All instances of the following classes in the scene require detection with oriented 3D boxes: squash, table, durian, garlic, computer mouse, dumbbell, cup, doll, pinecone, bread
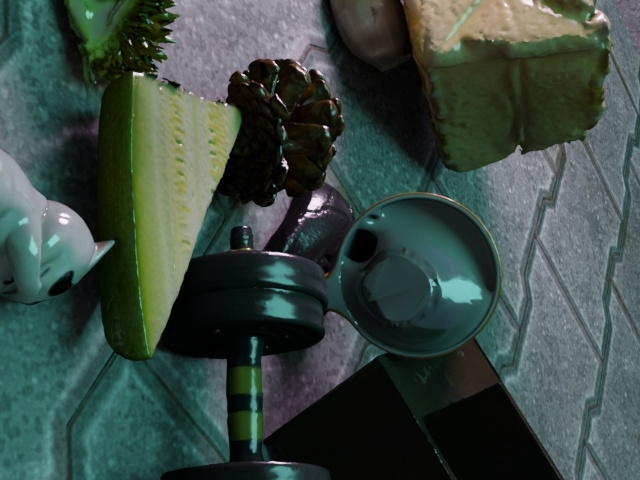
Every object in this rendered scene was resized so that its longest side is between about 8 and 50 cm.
[{"bbox_3d":[-0.166,-0.013,1.091,0.203,0.111,0.288,13,68,-59],"label":"squash"},{"bbox_3d":[0.132,0.284,1.266,0.282,0.196,0.251,58,28,13],"label":"table"},{"bbox_3d":[-0.249,-0.332,1.142,0.169,0.158,0.351,-23,98,-23],"label":"durian"},{"bbox_3d":[0.063,-0.393,1.638,0.129,0.148,0.266,-16,96,-22],"label":"garlic"},{"bbox_3d":[0.000,0.000,1.380,0.122,0.073,0.217,56,38,-27],"label":"computer mouse"},{"bbox_3d":[-0.077,0.169,1.082,0.185,0.185,0.388,25,57,-51],"label":"dumbbell"},{"bbox_3d":[0.098,0.036,1.257,0.264,0.226,0.182,-26,104,-81],"label":"cup"},{"bbox_3d":[-0.277,-0.011,0.924,0.180,0.110,0.107,48,30,-35],"label":"doll"},{"bbox_3d":[-0.052,-0.130,1.268,0.195,0.150,0.179,-68,178,-60],"label":"pinecone"},{"bbox_3d":[0.275,-0.354,1.673,0.371,0.279,0.390,68,13,-61],"label":"bread"}]
